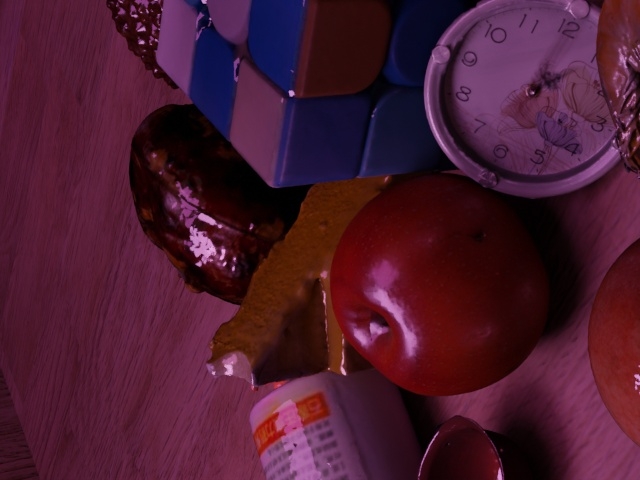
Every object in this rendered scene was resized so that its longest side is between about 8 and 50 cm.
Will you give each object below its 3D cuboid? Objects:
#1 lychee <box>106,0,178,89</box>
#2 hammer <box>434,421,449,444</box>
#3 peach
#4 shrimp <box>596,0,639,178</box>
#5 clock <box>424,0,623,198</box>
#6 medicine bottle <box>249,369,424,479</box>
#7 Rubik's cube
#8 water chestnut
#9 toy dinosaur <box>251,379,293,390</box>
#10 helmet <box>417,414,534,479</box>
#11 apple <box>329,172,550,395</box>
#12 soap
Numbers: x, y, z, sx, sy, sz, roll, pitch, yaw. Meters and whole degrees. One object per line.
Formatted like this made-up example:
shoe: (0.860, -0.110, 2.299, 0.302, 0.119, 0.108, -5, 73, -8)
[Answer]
lychee: (-0.170, -0.380, 1.793, 0.330, 0.306, 0.306, 51, 142, 5)
hammer: (0.185, 0.349, 1.548, 0.029, 0.103, 0.246, 84, 171, -58)
peach: (0.366, 0.093, 1.036, 0.252, 0.252, 0.253, 17, 110, 57)
shrimp: (0.325, -0.141, 1.173, 0.133, 0.053, 0.236, 31, 143, 51)
clock: (0.230, -0.161, 1.301, 0.053, 0.236, 0.237, -59, -18, -62)
medicine bottle: (0.058, 0.377, 1.626, 0.219, 0.219, 0.388, -48, 56, 51)
Rubik's cube: (0.037, -0.297, 1.414, 0.347, 0.344, 0.347, 47, 135, 47)
water chestnut: (-0.108, -0.092, 1.752, 0.347, 0.335, 0.335, -57, 46, 26)
toy dinosaur: (-0.059, 0.258, 1.953, 0.101, 0.055, 0.280, -32, 64, 32)
helmet: (0.205, 0.293, 1.471, 0.155, 0.106, 0.175, 16, 107, 55)
apple: (0.136, 0.051, 1.401, 0.260, 0.216, 0.260, 46, 154, 30)
soap: (0.000, 0.000, 1.569, 0.169, 0.304, 0.339, 9, 103, 55)
